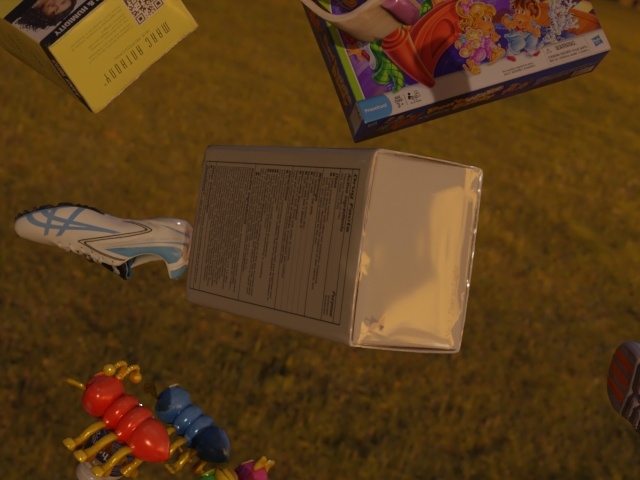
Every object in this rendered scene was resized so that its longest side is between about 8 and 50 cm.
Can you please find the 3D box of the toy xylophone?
[{"bbox_3d":[-0.036,-0.334,1.492,0.322,0.081,0.236,42,10,8],"label":"toy xylophone"}]

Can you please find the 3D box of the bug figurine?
[{"bbox_3d":[-0.101,0.188,1.131,0.216,0.072,0.279,43,1,13],"label":"bug figurine"}]

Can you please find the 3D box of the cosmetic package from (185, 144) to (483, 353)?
[{"bbox_3d":[0.000,0.000,1.191,0.113,0.160,0.309,8,1,-31],"label":"cosmetic package"}]

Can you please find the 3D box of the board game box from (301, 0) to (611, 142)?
[{"bbox_3d":[0.170,-0.290,1.754,0.347,0.233,0.078,-18,-12,-12],"label":"board game box"}]

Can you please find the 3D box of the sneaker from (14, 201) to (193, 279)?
[{"bbox_3d":[-0.281,0.002,1.718,0.237,0.086,0.085,7,-10,8],"label":"sneaker"}]

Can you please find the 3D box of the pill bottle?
[{"bbox_3d":[-0.270,0.270,1.756,0.067,0.120,0.067,29,27,-16],"label":"pill bottle"}]

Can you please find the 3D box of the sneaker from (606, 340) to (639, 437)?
[{"bbox_3d":[0.484,0.226,1.638,0.180,0.125,0.321,8,27,-12],"label":"sneaker"}]

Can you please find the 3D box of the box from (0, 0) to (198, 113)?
[{"bbox_3d":[-0.179,-0.162,0.854,0.232,0.087,0.058,35,-17,46],"label":"box"}]
